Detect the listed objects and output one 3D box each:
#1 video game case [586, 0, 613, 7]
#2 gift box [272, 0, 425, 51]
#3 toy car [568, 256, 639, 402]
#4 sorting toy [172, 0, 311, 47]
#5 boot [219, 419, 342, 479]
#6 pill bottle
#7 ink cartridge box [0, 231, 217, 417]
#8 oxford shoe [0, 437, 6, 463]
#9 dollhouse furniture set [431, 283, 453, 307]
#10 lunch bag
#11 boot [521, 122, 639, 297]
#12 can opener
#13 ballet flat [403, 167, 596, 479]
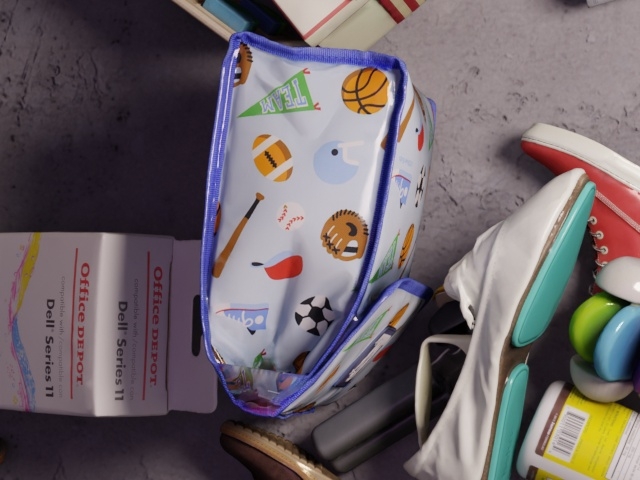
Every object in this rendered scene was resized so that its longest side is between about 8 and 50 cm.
[{"bbox_3d":[0.383,-0.423,1.890,0.244,0.061,0.270,-15,79,12],"label":"video game case"},{"bbox_3d":[0.027,-0.379,1.875,0.276,0.258,0.255,-45,80,8],"label":"gift box"},{"bbox_3d":[0.356,0.115,1.788,0.182,0.136,0.159,13,109,-7],"label":"toy car"},{"bbox_3d":[-0.116,-0.275,1.933,0.208,0.193,0.038,33,106,13],"label":"sorting toy"},{"bbox_3d":[-0.053,0.345,1.938,0.248,0.090,0.207,33,92,8],"label":"boot"},{"bbox_3d":[0.331,0.244,1.846,0.215,0.117,0.117,23,92,13],"label":"pill bottle"},{"bbox_3d":[-0.278,0.093,1.914,0.353,0.119,0.207,-1,86,40],"label":"ink cartridge box"},{"bbox_3d":[-0.476,0.287,2.057,0.212,0.076,0.076,-14,114,9],"label":"oxford shoe"},{"bbox_3d":[0.191,0.020,1.892,0.151,0.076,0.059,-19,99,21],"label":"dollhouse furniture set"},{"bbox_3d":[0.000,0.000,1.828,0.239,0.328,0.385,10,87,11],"label":"lunch bag"},{"bbox_3d":[0.304,-0.011,1.884,0.244,0.088,0.176,31,95,9],"label":"boot"},{"bbox_3d":[0.112,0.154,1.936,0.283,0.076,0.095,-33,49,9],"label":"can opener"},{"bbox_3d":[0.177,0.101,1.811,0.139,0.139,0.400,18,104,13],"label":"ballet flat"}]
